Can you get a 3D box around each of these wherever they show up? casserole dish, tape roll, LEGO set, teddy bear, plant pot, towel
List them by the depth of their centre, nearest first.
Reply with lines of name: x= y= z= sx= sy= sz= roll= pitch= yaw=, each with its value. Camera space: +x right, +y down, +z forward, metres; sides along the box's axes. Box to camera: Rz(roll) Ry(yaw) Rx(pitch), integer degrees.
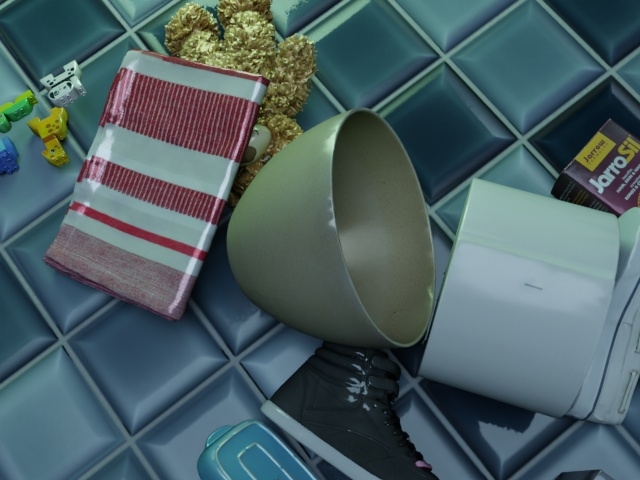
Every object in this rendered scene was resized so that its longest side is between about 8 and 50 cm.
tape roll: x=0.226 y=0.065 z=0.943 sx=0.169 sy=0.246 sz=0.246 roll=16 pitch=75 yaw=8
casserole dish: x=-0.063 y=0.292 z=0.973 sx=0.188 sy=0.037 sz=0.114 roll=44 pitch=49 yaw=16
plant pot: x=0.000 y=0.000 z=0.986 sx=0.191 sy=0.284 sz=0.284 roll=-12 pitch=71 yaw=28
towel: x=-0.219 y=-0.084 z=1.059 sx=0.237 sy=0.037 sz=0.329 roll=18 pitch=86 yaw=27
teddy bear: x=-0.114 y=-0.208 z=1.117 sx=0.245 sy=0.113 sz=0.338 roll=-3 pitch=73 yaw=5
LEGO set: x=-0.407 y=-0.141 z=1.125 sx=0.227 sy=0.087 sz=0.093 roll=-32 pitch=59 yaw=-6

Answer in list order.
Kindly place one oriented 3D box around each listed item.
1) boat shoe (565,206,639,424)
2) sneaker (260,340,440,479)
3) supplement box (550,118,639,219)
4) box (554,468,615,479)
boat shoe: x=0.370 y=0.097 z=0.982 sx=0.088 sy=0.096 sz=0.268 roll=16 pitch=91 yaw=-6
sneaker: x=0.078 y=0.218 z=0.957 sx=0.295 sy=0.104 sz=0.147 roll=28 pitch=79 yaw=28
supplement box: x=0.411 y=-0.054 z=1.050 sx=0.188 sy=0.081 sz=0.104 roll=40 pitch=80 yaw=14
box: x=0.363 y=0.346 z=0.881 sx=0.231 sy=0.183 sz=0.056 roll=37 pitch=79 yaw=12
